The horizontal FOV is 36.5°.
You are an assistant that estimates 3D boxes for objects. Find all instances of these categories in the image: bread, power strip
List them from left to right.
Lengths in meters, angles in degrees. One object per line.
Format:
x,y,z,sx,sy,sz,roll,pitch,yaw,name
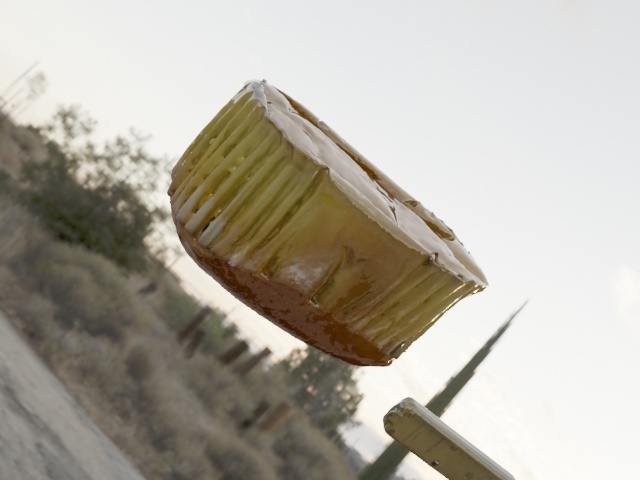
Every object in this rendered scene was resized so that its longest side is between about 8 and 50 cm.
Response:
0.000,0.000,0.877,0.288,0.156,0.204,34,18,-25,bread
0.209,0.337,1.503,0.305,0.064,0.044,39,18,-21,power strip
